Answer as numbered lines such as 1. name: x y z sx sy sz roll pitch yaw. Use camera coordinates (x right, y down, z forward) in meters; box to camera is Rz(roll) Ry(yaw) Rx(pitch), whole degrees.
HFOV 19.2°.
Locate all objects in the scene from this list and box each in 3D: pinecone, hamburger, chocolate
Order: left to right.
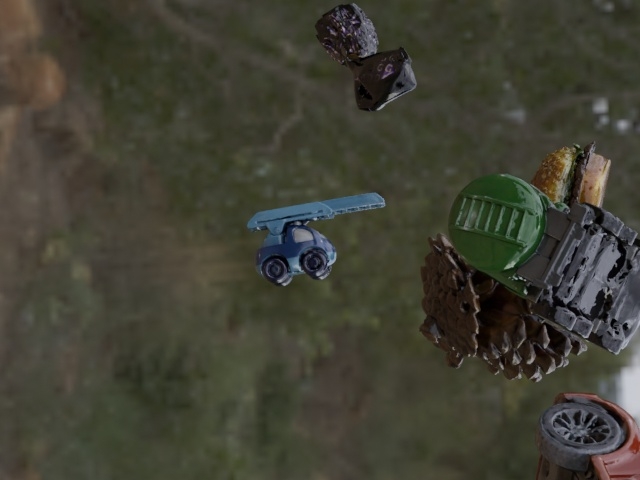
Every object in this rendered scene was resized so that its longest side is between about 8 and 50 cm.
1. chocolate: 0.041 -0.171 1.792 0.147 0.070 0.072 -117 -144 -61
2. pinecone: 0.191 0.062 1.945 0.179 0.195 0.150 101 10 -66
3. hamburger: 0.275 -0.032 2.176 0.137 0.087 0.166 -54 157 -65

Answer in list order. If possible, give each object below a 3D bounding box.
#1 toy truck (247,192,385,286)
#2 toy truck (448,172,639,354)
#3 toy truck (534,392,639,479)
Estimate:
1. toy truck: 0.000 0.000 1.851 0.063 0.136 0.074 71 10 -83
2. toy truck: 0.195 0.017 1.562 0.101 0.125 0.242 -64 151 -1
3. toy truck: 0.175 0.183 0.932 0.253 0.114 0.107 -105 -162 -58
